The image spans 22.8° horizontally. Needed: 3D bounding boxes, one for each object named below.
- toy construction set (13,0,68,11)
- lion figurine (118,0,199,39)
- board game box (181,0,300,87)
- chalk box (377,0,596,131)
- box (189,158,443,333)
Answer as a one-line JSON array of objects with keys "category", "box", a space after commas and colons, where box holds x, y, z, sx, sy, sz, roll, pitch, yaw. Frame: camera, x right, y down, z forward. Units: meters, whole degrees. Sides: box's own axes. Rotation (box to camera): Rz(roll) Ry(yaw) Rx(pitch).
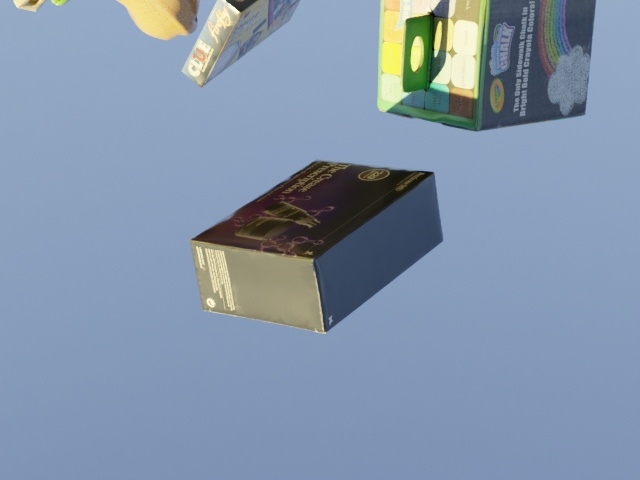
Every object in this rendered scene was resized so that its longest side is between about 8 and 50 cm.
[{"category": "toy construction set", "box": [-0.478, -0.409, 2.208, 0.309, 0.257, 0.237, -32, -101, -1]}, {"category": "lion figurine", "box": [-0.230, -0.304, 1.698, 0.142, 0.392, 0.240, -50, -136, 24]}, {"category": "board game box", "box": [-0.095, -0.344, 2.353, 0.042, 0.165, 0.243, 40, -134, 6]}, {"category": "chalk box", "box": [0.188, -0.244, 2.012, 0.289, 0.180, 0.179, -10, -161, -42]}, {"category": "box", "box": [0.000, 0.000, 1.899, 0.184, 0.103, 0.261, 11, -150, 34]}]
